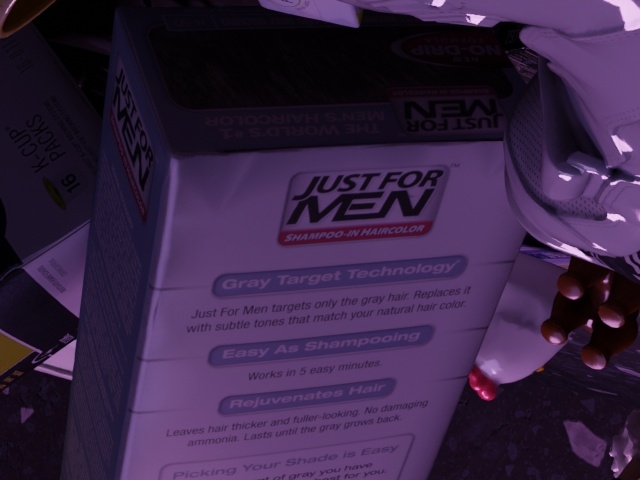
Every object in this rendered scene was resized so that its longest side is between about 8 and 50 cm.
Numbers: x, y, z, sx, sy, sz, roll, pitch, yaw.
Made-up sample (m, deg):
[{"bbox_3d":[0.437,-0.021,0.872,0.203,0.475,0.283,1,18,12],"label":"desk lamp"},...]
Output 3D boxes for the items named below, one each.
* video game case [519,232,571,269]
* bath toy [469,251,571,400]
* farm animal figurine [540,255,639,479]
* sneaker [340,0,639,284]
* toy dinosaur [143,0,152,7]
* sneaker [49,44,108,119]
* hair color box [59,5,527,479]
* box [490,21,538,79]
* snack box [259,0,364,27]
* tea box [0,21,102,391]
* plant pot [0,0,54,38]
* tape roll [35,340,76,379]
[{"bbox_3d":[0.195,-0.008,1.172,0.193,0.023,0.212,19,171,-24],"label":"video game case"},{"bbox_3d":[0.105,0.057,1.286,0.151,0.129,0.348,20,178,-30],"label":"bath toy"},{"bbox_3d":[0.330,0.078,0.903,0.330,0.172,0.327,10,129,39],"label":"farm animal figurine"},{"bbox_3d":[0.093,-0.085,0.412,0.210,0.137,0.366,19,167,-15],"label":"sneaker"},{"bbox_3d":[-0.085,-0.109,0.830,0.047,0.090,0.082,24,-140,19],"label":"toy dinosaur"},{"bbox_3d":[-0.240,-0.116,1.126,0.267,0.101,0.106,15,-168,18],"label":"sneaker"},{"bbox_3d":[-0.028,0.058,0.752,0.185,0.114,0.375,-4,135,-21],"label":"hair color box"},{"bbox_3d":[0.133,-0.090,0.710,0.083,0.018,0.067,20,172,-26],"label":"box"},{"bbox_3d":[-0.001,-0.129,0.383,0.037,0.100,0.141,14,173,11],"label":"snack box"},{"bbox_3d":[-0.288,0.003,0.876,0.220,0.323,0.329,53,172,6],"label":"tea box"},{"bbox_3d":[-0.089,-0.144,0.438,0.095,0.134,0.134,43,168,-8],"label":"plant pot"},{"bbox_3d":[-0.192,0.009,1.271,0.169,0.246,0.246,15,173,3],"label":"tape roll"}]
